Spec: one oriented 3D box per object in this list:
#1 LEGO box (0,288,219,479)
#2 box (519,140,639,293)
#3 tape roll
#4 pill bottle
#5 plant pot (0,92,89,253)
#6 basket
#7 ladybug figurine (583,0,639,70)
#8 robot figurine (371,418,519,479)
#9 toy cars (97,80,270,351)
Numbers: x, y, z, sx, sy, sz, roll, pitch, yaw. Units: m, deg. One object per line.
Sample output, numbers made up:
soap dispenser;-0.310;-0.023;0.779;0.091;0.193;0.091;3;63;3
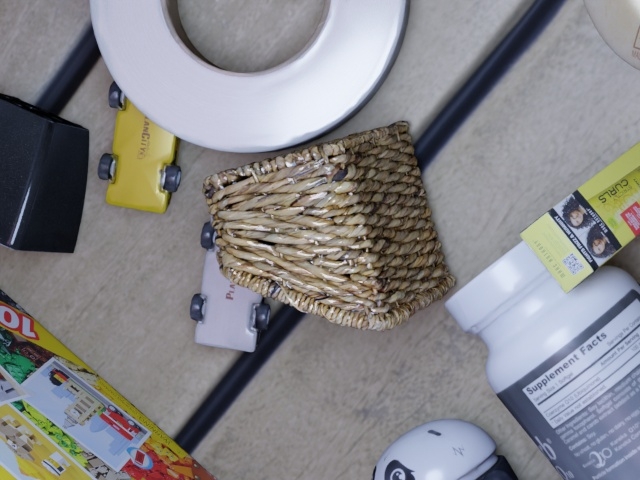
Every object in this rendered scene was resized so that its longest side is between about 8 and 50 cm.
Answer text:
LEGO box;-0.421;0.271;2.078;0.500;0.372;0.193;40;110;9
box;0.326;-0.035;1.830;0.087;0.232;0.058;53;140;6
tape roll;-0.083;-0.298;1.969;0.392;0.072;0.392;0;93;9
pill bottle;0.322;0.161;1.877;0.210;0.210;0.363;-41;84;21
plant pot;-0.402;-0.096;2.119;0.187;0.188;0.167;24;94;15
basket;0.000;0.000;1.915;0.213;0.299;0.223;-14;95;21
ladybug figurine;0.434;-0.382;1.763;0.305;0.162;0.449;22;106;16
robot figurine;0.175;0.353;1.982;0.209;0.173;0.278;-29;89;15
toy cars;-0.160;-0.046;2.083;0.176;0.087;0.394;-31;93;10
